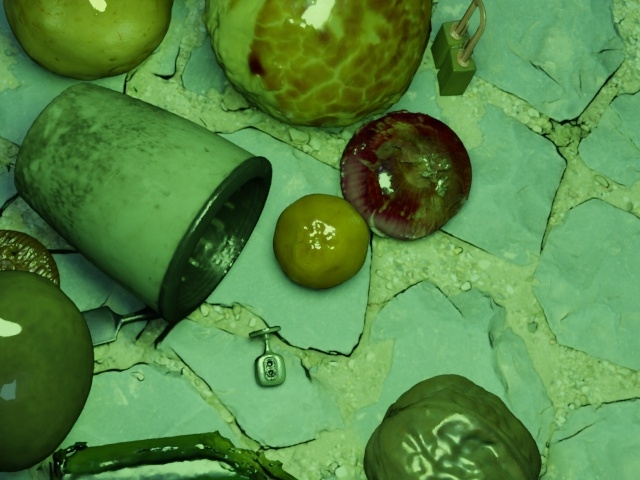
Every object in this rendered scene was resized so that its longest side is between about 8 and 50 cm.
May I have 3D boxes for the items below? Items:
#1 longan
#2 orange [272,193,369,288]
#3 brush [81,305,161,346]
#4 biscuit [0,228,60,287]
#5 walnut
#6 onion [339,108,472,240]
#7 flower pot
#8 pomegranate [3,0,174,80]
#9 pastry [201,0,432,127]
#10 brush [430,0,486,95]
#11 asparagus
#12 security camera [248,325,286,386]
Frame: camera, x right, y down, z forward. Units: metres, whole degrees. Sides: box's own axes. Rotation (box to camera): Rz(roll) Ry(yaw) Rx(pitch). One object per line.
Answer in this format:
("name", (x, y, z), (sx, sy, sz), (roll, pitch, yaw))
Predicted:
("longan", (-0.462, 0.190, 1.744), (0.243, 0.300, 0.300), (-9, 70, 18))
("orange", (0.000, 0.000, 1.927), (0.159, 0.136, 0.159), (0, 88, 6))
("brush", (-0.328, 0.131, 1.914), (0.193, 0.016, 0.063), (-14, 73, -11))
("biscuit", (-0.511, 0.069, 1.909), (0.188, 0.027, 0.187), (2, 70, -5))
("walnut", (0.201, 0.342, 1.788), (0.273, 0.273, 0.227), (41, 107, 8))
("onion", (0.146, -0.113, 1.977), (0.230, 0.163, 0.230), (1, 84, -7))
("flower pot", (-0.286, -0.073, 1.860), (0.330, 0.293, 0.293), (29, 70, 13))
("pomegranate", (-0.377, -0.411, 1.974), (0.307, 0.307, 0.307), (2, 70, -6))
("pastry", (0.008, -0.364, 1.933), (0.389, 0.313, 0.388), (-2, 96, -20))
("brush", (0.241, -0.340, 2.029), (0.047, 0.233, 0.103), (-7, 73, -10))
("asparagus", (-0.213, 0.352, 1.804), (0.382, 0.108, 0.128), (-5, 70, -10))
("security camera", (-0.081, 0.187, 1.908), (0.058, 0.058, 0.092), (-12, 81, -10))
